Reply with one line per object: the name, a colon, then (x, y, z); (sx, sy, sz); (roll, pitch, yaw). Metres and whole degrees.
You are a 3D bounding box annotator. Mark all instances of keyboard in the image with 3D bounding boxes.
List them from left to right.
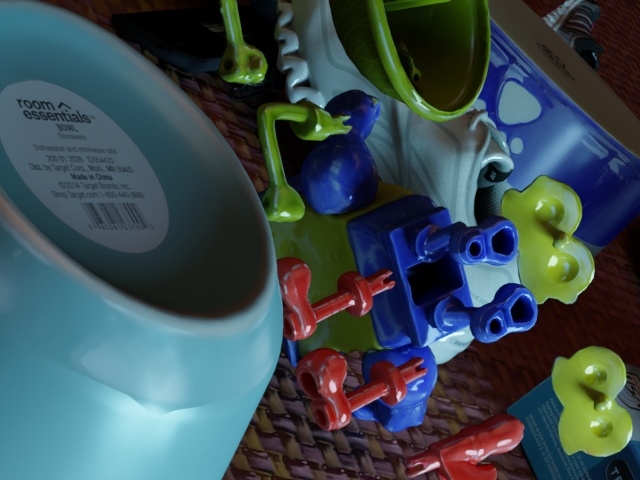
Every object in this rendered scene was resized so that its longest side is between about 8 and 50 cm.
keyboard: (-0.063, -0.126, 1.189); (0.100, 0.038, 0.192); (31, 22, 20)

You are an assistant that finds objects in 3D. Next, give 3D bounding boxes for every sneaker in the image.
sneaker: (0.062, -0.069, 1.141); (0.110, 0.118, 0.292); (0, 64, -57)
sneaker: (0.247, -0.194, 1.697); (0.075, 0.063, 0.170); (49, 31, 2)

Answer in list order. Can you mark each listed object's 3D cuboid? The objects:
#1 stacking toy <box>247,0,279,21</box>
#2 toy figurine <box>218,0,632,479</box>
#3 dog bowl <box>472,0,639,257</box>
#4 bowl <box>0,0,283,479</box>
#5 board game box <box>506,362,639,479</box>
stacking toy: (-0.125, -0.263, 1.157); (0.302, 0.175, 0.166); (3, 40, -39)
toy figurine: (0.000, 0.000, 0.939); (0.191, 0.217, 0.362); (-26, 106, -31)
dog bowl: (0.146, -0.106, 1.329); (0.265, 0.104, 0.265); (41, 17, -15)
bowl: (-0.135, 0.014, 0.735); (0.311, 0.163, 0.311); (37, 29, -24)
board game box: (0.302, 0.227, 1.194); (0.336, 0.079, 0.254); (18, 39, -45)
